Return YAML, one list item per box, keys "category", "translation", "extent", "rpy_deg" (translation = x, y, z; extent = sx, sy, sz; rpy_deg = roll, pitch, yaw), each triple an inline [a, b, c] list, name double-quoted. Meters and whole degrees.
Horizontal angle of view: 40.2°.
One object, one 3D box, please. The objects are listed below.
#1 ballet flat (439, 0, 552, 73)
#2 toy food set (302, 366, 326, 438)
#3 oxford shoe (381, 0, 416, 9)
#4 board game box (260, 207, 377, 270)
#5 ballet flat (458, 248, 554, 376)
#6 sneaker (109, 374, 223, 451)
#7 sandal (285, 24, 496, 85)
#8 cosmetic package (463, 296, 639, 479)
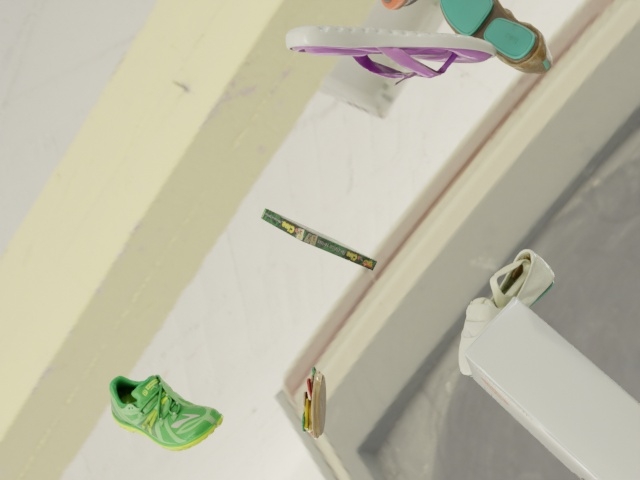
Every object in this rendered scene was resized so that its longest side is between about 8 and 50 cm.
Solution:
- category: "ballet flat"
  translation: [0.377, -0.445, 1.861]
  extent: [0.124, 0.342, 0.116]
  rpy_deg: [27, -74, -43]
- category: "toy food set"
  translation: [-0.007, 0.192, 1.036]
  extent: [0.020, 0.083, 0.082]
  rpy_deg: [1, -19, 7]
- category: "oxford shoe"
  translation: [0.154, -0.317, 0.824]
  extent: [0.098, 0.097, 0.271]
  rpy_deg: [9, -39, -33]
- category: "board game box"
  translation: [0.000, 0.000, 1.887]
  extent: [0.259, 0.136, 0.030]
  rpy_deg: [24, -89, -49]
- category: "ballet flat"
  translation: [0.439, 0.164, 2.167]
  extent: [0.400, 0.139, 0.139]
  rpy_deg: [-44, -30, -31]
- category: "sneaker"
  translation: [-0.335, 0.350, 1.813]
  extent: [0.109, 0.295, 0.124]
  rpy_deg: [-48, -47, -44]
- category: "sandal"
  translation: [0.135, -0.354, 1.707]
  extent: [0.415, 0.169, 0.102]
  rpy_deg: [2, -83, -10]
- category: "cosmetic package"
  translation: [0.340, 0.245, 1.022]
  extent: [0.097, 0.377, 0.284]
  rpy_deg: [-46, -19, -4]
